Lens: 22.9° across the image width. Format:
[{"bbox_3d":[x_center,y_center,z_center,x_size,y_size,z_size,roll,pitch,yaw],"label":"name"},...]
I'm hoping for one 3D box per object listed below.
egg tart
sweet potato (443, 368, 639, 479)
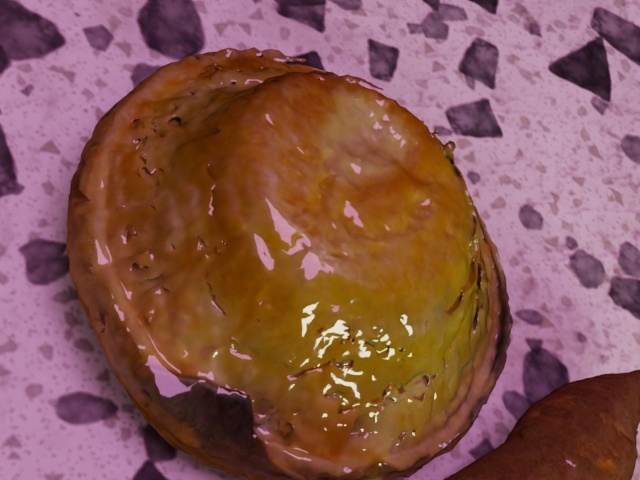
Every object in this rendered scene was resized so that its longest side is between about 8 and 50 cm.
[{"bbox_3d":[0.000,0.000,1.381,0.443,0.178,0.443,15,56,-23],"label":"egg tart"},{"bbox_3d":[0.220,0.207,1.418,0.336,0.131,0.131,-32,81,-36],"label":"sweet potato"}]
